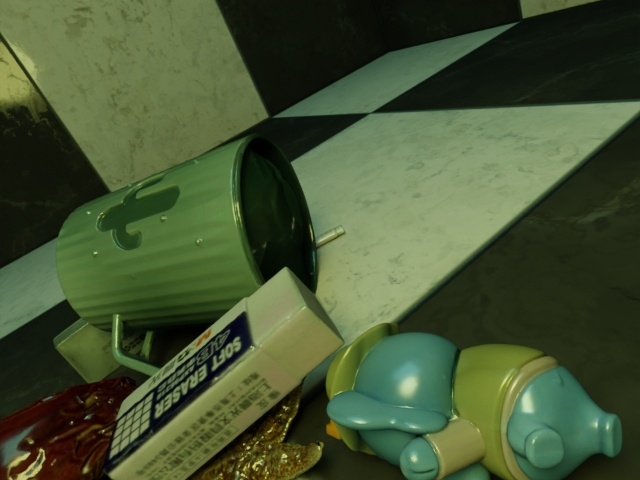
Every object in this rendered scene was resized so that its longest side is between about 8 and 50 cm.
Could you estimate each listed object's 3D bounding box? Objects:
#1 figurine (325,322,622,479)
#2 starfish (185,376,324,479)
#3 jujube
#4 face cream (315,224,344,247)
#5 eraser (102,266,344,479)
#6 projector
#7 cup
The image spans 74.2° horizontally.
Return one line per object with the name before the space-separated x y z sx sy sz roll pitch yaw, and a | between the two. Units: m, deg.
figurine | 0.113 0.161 0.405 0.179 0.154 0.261 -33 18 -32
starfish | -0.094 0.259 0.502 0.277 0.062 0.235 -39 30 -8
jujube | -0.358 0.289 0.594 0.168 0.168 0.236 3 23 43
face cream | 0.000 0.000 0.938 0.115 0.020 0.038 -28 27 0
eraser | -0.117 0.164 0.516 0.287 0.086 0.130 -41 26 1
projector | -0.430 0.194 0.848 0.147 0.115 0.061 -39 31 -26
cup | -0.222 0.034 0.725 0.391 0.311 0.401 -13 31 17
